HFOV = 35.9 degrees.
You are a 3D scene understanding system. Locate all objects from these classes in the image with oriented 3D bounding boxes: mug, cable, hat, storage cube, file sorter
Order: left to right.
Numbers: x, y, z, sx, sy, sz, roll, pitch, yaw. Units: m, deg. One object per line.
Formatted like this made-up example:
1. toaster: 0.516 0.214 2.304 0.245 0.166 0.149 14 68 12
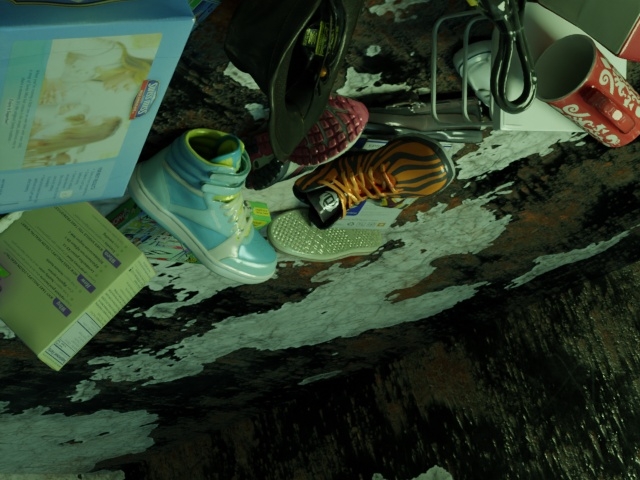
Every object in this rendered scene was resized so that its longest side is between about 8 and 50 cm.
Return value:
1. hat: -0.049 -0.275 1.346 0.134 0.331 0.331 23 160 8
2. cable: 0.261 -0.328 1.410 0.139 0.072 0.287 -29 119 -4
3. file sorter: 0.338 -0.273 1.604 0.278 0.192 0.173 -3 -174 -33
4. mug: 0.411 -0.203 1.483 0.113 0.150 0.169 -27 137 36
5. storage cube: 0.467 -0.373 1.422 0.193 0.183 0.215 0 127 -38

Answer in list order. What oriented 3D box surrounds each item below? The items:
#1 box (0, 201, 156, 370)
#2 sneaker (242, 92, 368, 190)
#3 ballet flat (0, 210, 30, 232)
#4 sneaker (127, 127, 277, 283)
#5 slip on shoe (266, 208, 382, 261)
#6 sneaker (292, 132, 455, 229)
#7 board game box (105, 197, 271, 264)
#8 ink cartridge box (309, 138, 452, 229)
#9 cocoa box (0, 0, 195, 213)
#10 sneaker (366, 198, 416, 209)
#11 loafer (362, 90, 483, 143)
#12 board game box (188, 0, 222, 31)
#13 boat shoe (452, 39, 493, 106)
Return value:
1. box: -0.448 0.057 1.696 0.243 0.213 0.117 -46 165 -13
2. sneaker: -0.026 -0.181 1.712 0.112 0.120 0.299 -20 -179 -43
3. ballet flat: -0.466 -0.099 1.453 0.409 0.147 0.147 -32 159 0
4. sneaker: -0.158 -0.064 1.721 0.319 0.127 0.208 38 125 -23
5. slip on shoe: 0.000 0.000 2.188 0.101 0.123 0.331 -29 162 38
6. sneaker: 0.077 -0.089 1.724 0.180 0.124 0.321 -38 -161 -34
7. board game box: -0.283 -0.026 1.987 0.213 0.046 0.317 -32 155 35
8. ink cartridge box: 0.111 -0.125 1.985 0.176 0.069 0.371 2 157 -18
9. cocoa box: -0.321 -0.214 1.117 0.231 0.228 0.347 -10 154 -31
10. sneaker: 0.150 -0.112 1.872 0.084 0.069 0.185 3 152 -21
11. loafer: 0.169 -0.232 1.797 0.303 0.095 0.109 2 -176 -33
12. board game box: -0.191 -0.333 1.292 0.136 0.035 0.201 6 149 -46
13. boat shoe: 0.321 -0.280 1.763 0.095 0.084 0.258 -29 157 28
